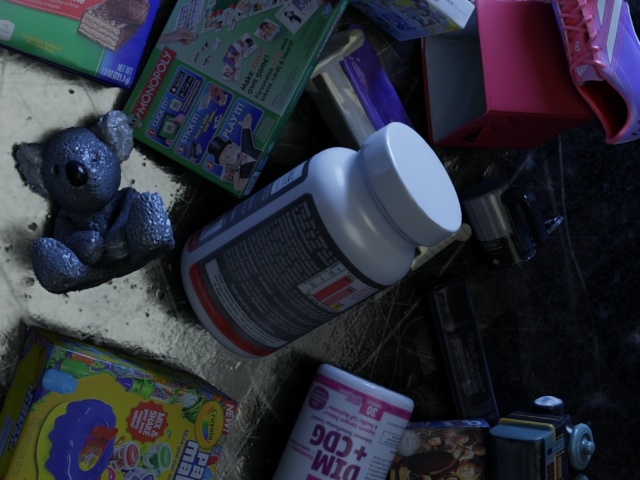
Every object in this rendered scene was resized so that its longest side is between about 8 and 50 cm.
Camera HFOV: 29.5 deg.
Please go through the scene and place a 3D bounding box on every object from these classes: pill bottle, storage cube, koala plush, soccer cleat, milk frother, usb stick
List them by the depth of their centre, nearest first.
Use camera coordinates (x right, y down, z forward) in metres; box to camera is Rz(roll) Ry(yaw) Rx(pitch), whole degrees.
[{"bbox_3d":[-0.318,-0.058,1.686,0.196,0.203,0.221,-25,86,0],"label":"koala plush"},{"bbox_3d":[0.000,0.000,1.697,0.363,0.210,0.210,-31,111,25],"label":"pill bottle"},{"bbox_3d":[0.397,-0.292,1.771,0.116,0.108,0.318,-33,96,-30],"label":"soccer cleat"},{"bbox_3d":[0.020,0.345,1.853,0.160,0.160,0.283,24,86,-22],"label":"pill bottle"},{"bbox_3d":[0.285,-0.252,1.875,0.193,0.183,0.215,0,78,-23],"label":"storage cube"},{"bbox_3d":[0.316,-0.042,1.985,0.135,0.129,0.143,67,29,-14],"label":"milk frother"},{"bbox_3d":[0.234,0.191,1.990,0.077,0.045,0.278,-20,102,-23],"label":"usb stick"}]

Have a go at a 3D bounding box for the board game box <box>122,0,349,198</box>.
[{"bbox_3d":[-0.125,-0.248,1.708,0.213,0.046,0.317,30,99,10],"label":"board game box"}]

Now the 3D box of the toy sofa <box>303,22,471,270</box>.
[{"bbox_3d":[0.095,-0.148,1.845,0.177,0.150,0.363,-35,107,-15],"label":"toy sofa"}]

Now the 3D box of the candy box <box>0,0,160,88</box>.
[{"bbox_3d":[-0.339,-0.398,1.650,0.268,0.122,0.317,18,91,-23],"label":"candy box"}]

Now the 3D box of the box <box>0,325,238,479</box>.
[{"bbox_3d":[-0.310,0.307,1.707,0.279,0.177,0.290,20,87,-24],"label":"box"}]

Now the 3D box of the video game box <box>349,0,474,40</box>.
[{"bbox_3d":[0.103,-0.370,1.797,0.187,0.205,0.048,36,80,-22],"label":"video game box"}]

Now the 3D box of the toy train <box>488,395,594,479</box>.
[{"bbox_3d":[0.354,0.427,1.983,0.190,0.142,0.334,-12,103,-52],"label":"toy train"}]

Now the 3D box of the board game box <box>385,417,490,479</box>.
[{"bbox_3d":[0.185,0.412,1.967,0.165,0.042,0.243,-1,99,-11],"label":"board game box"}]
